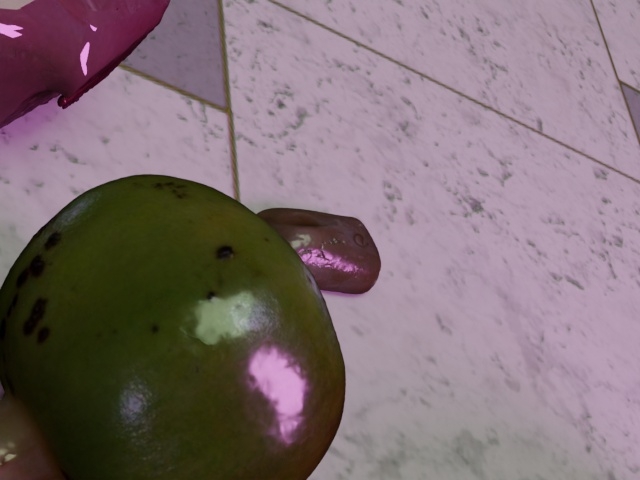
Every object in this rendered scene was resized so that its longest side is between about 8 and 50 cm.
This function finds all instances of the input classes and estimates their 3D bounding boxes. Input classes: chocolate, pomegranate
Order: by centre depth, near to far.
[{"bbox_3d":[-0.094,0.070,0.651,0.209,0.180,0.180,-31,79,-24],"label":"pomegranate"},{"bbox_3d":[0.000,0.000,0.911,0.100,0.031,0.065,10,45,-38],"label":"chocolate"}]

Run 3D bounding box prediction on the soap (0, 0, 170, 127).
[{"bbox_3d":[-0.221,-0.214,0.806,0.325,0.127,0.220,51,37,4],"label":"soap"}]
